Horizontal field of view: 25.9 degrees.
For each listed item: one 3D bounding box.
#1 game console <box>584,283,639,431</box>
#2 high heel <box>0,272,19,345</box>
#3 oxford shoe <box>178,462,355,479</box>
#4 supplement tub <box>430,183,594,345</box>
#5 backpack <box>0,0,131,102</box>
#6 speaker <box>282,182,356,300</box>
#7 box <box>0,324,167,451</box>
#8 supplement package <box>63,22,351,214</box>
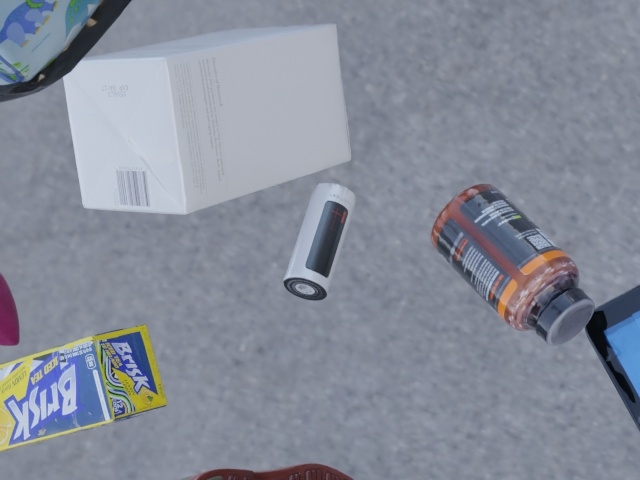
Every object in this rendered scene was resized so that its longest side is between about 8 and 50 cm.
[{"bbox_3d":[0.465,0.132,1.549,0.293,0.173,0.250,64,158,23],"label":"game console"},{"bbox_3d":[-0.579,0.119,1.770,0.377,0.181,0.127,-21,12,4],"label":"high heel"},{"bbox_3d":[-0.073,0.358,1.861,0.130,0.348,0.123,-15,65,46],"label":"oxford shoe"},{"bbox_3d":[0.222,0.031,1.592,0.106,0.106,0.198,-51,56,15],"label":"supplement tub"},{"bbox_3d":[-0.239,-0.255,0.904,0.273,0.355,0.290,34,88,37],"label":"backpack"},{"bbox_3d":[0.000,0.000,1.651,0.055,0.055,0.136,-10,51,42],"label":"speaker"},{"bbox_3d":[-0.185,0.105,0.944,0.169,0.054,0.059,-18,85,36],"label":"box"},{"bbox_3d":[-0.126,-0.148,1.635,0.178,0.293,0.175,4,107,40],"label":"supplement package"}]
